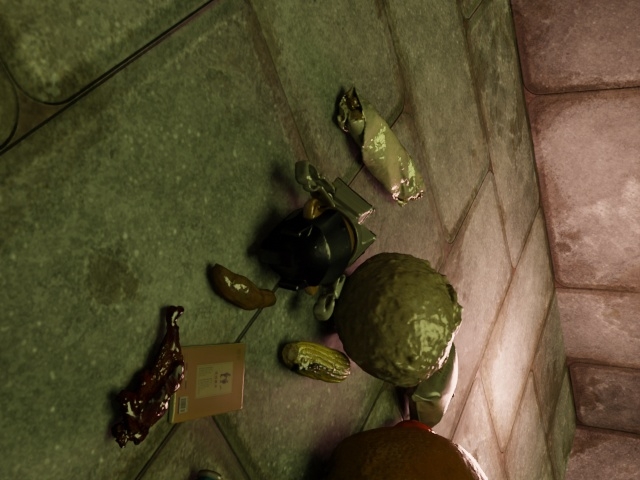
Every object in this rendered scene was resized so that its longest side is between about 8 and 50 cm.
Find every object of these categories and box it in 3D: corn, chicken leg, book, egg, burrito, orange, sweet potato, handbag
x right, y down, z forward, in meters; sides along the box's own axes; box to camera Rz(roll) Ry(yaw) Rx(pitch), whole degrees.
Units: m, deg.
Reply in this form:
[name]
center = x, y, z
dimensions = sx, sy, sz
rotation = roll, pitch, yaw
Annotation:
[corn]
center = -0.005, 0.242, 1.360
dimensions = 0.203, 0.072, 0.071
rotation = 30, 66, -54
[chicken leg]
center = -0.238, 0.201, 0.997
dimensions = 0.219, 0.048, 0.089
rotation = -64, 144, -33
[book]
center = -0.182, 0.230, 1.123
dimensions = 0.172, 0.012, 0.118
rotation = 10, 83, -58
[egg]
center = 0.162, 0.161, 1.447
dimensions = 0.279, 0.279, 0.310
rotation = 58, 29, -42
[burrito]
center = 0.146, -0.196, 1.580
dimensions = 0.392, 0.076, 0.117
rotation = 47, 60, -47
[orange]
center = 0.172, 0.544, 1.403
dimensions = 0.322, 0.357, 0.322
rotation = 24, 90, -83
[sweet potato]
center = -0.125, 0.093, 1.173
dimensions = 0.182, 0.054, 0.053
rotation = 36, 70, -56
[handbag]
center = 0.302, 0.385, 1.828
dimensions = 0.270, 0.117, 0.182
rotation = -52, 142, -45

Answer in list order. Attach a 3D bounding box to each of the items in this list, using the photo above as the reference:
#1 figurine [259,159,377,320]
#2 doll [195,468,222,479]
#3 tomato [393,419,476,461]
[figurine]
center = 0.001, -0.003, 1.291
dimensions = 0.308, 0.143, 0.308
rotation = 40, 40, -44
[doll]
center = -0.194, 0.434, 1.054
dimensions = 0.152, 0.086, 0.114
rotation = -68, 156, -46
[tomato]
center = 0.263, 0.558, 1.663
dimensions = 0.180, 0.260, 0.260
rotation = -60, 142, -8
